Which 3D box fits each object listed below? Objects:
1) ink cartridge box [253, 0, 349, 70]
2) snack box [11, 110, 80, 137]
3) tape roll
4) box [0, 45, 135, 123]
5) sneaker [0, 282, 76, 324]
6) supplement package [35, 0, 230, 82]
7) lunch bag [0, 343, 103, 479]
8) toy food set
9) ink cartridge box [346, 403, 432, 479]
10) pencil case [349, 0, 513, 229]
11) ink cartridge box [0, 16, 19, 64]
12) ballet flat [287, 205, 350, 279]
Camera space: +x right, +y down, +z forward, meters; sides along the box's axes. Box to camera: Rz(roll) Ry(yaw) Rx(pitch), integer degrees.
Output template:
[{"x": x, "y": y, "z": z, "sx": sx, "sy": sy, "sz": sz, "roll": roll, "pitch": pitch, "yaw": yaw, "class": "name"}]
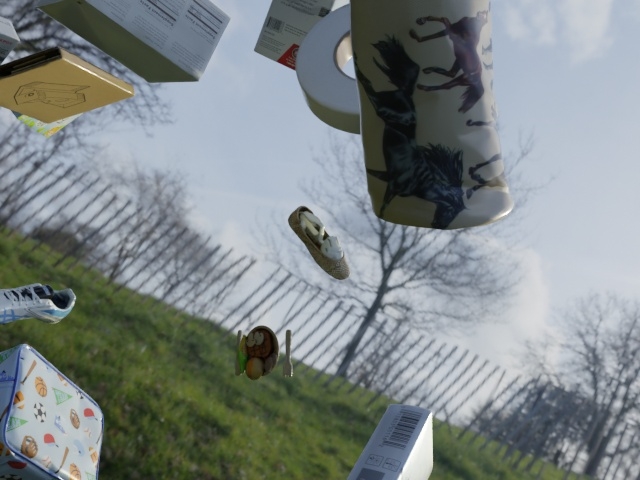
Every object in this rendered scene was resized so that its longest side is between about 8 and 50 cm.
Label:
[{"x": -0.026, "y": -0.570, "z": 1.869, "sx": 0.197, "sy": 0.272, "sz": 0.114, "roll": 33, "pitch": 18, "yaw": 33, "class": "ink cartridge box"}, {"x": -0.610, "y": -0.330, "z": 1.691, "sx": 0.070, "sy": 0.174, "sz": 0.207, "roll": 53, "pitch": -5, "yaw": 3, "class": "snack box"}, {"x": 0.137, "y": -0.404, "z": 1.649, "sx": 0.392, "sy": 0.392, "sz": 0.072, "roll": 23, "pitch": -25, "yaw": 27, "class": "tape roll"}, {"x": -0.394, "y": -0.223, "z": 1.078, "sx": 0.164, "sy": 0.021, "sz": 0.201, "roll": -14, "pitch": -6, "yaw": 13, "class": "box"}, {"x": -0.597, "y": 0.120, "z": 1.478, "sx": 0.085, "sy": 0.086, "sz": 0.237, "roll": 45, "pitch": 14, "yaw": 23, "class": "sneaker"}, {"x": -0.343, "y": -0.419, "z": 1.350, "sx": 0.262, "sy": 0.145, "sz": 0.204, "roll": 32, "pitch": -13, "yaw": -40, "class": "supplement package"}, {"x": -0.511, "y": 0.342, "z": 1.338, "sx": 0.243, "sy": 0.115, "sz": 0.303, "roll": -102, "pitch": 170, "yaw": -45, "class": "lunch bag"}, {"x": -0.150, "y": 0.272, "z": 1.780, "sx": 0.192, "sy": 0.132, "sz": 0.038, "roll": -8, "pitch": -13, "yaw": 40, "class": "toy food set"}, {"x": 0.123, "y": 0.539, "z": 1.317, "sx": 0.091, "sy": 0.308, "sz": 0.385, "roll": 4, "pitch": -64, "yaw": 25, "class": "ink cartridge box"}, {"x": 0.111, "y": -0.205, "z": 0.778, "sx": 0.160, "sy": 0.183, "sz": 0.410, "roll": 0, "pitch": -68, "yaw": 25, "class": "pencil case"}, {"x": -0.740, "y": -0.415, "z": 1.576, "sx": 0.063, "sy": 0.150, "sz": 0.109, "roll": 56, "pitch": 23, "yaw": 20, "class": "ink cartridge box"}, {"x": 0.000, "y": 0.000, "z": 1.661, "sx": 0.206, "sy": 0.073, "sz": 0.067, "roll": 46, "pitch": -43, "yaw": 19, "class": "ballet flat"}]
